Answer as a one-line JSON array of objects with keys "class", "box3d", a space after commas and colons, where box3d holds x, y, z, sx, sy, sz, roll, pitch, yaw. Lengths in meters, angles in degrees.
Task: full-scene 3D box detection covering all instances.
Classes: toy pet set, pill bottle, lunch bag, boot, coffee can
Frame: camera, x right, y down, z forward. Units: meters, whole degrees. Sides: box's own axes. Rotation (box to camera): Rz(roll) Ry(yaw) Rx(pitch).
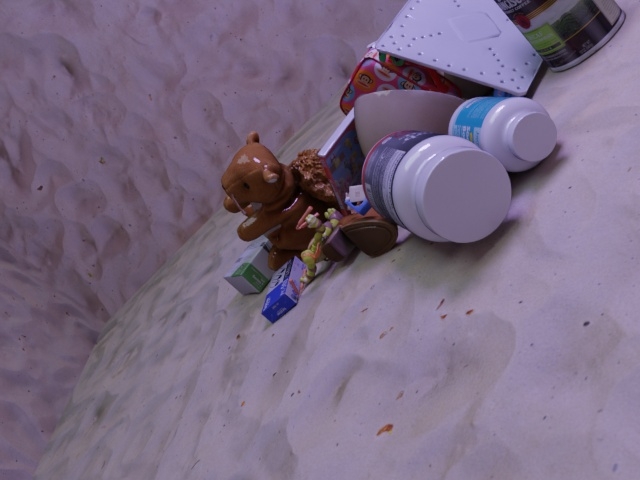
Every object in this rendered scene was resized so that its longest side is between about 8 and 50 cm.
[{"class": "toy pet set", "box3d": [0.112, -0.087, 1.671, 0.122, 0.065, 0.114, -7, -11, 21]}, {"class": "pill bottle", "box3d": [0.226, -0.111, 1.445, 0.210, 0.210, 0.363, -46, 17, 0]}, {"class": "lunch bag", "box3d": [0.217, -0.387, 1.913, 0.120, 0.293, 0.258, -59, 2, -39]}, {"class": "boot", "box3d": [0.139, -0.058, 1.768, 0.220, 0.109, 0.283, -51, 9, -29]}, {"class": "coffee can", "box3d": [0.526, -0.555, 1.634, 0.201, 0.275, 0.201, -42, 16, 15]}, {"class": "pill bottle", "box3d": [0.369, -0.216, 1.447, 0.146, 0.146, 0.264, -46, 15, 0]}]

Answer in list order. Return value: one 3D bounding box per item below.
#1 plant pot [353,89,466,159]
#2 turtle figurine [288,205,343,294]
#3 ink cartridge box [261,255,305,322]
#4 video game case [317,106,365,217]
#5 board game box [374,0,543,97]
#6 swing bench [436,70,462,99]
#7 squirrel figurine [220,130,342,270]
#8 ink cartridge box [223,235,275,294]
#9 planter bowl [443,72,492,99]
[{"class": "plant pot", "box3d": [0.215, -0.232, 1.739, 0.284, 0.284, 0.191, 174, 102, -66]}, {"class": "turtle figurine", "box3d": [0.000, 0.000, 1.887, 0.217, 0.087, 0.270, -54, -26, -55]}, {"class": "ink cartridge box", "box3d": [-0.100, 0.132, 1.973, 0.097, 0.046, 0.207, -41, 17, 24]}, {"class": "video game case", "box3d": [0.095, -0.190, 1.893, 0.025, 0.285, 0.204, 16, 58, 34]}, {"class": "board game box", "box3d": [0.392, -0.529, 1.837, 0.390, 0.390, 0.050, -56, -20, -33]}, {"class": "swing bench", "box3d": [0.281, -0.434, 2.178, 0.255, 0.165, 0.253, -45, 16, 24]}, {"class": "squirrel figurine", "box3d": [-0.093, -0.160, 2.041, 0.397, 0.370, 0.281, -23, 53, 4]}, {"class": "ink cartridge box", "box3d": [-0.188, 0.059, 2.284, 0.219, 0.092, 0.160, -52, 18, -22]}, {"class": "planter bowl", "box3d": [0.399, -0.440, 1.933, 0.162, 0.162, 0.109, -98, 27, -70]}]
